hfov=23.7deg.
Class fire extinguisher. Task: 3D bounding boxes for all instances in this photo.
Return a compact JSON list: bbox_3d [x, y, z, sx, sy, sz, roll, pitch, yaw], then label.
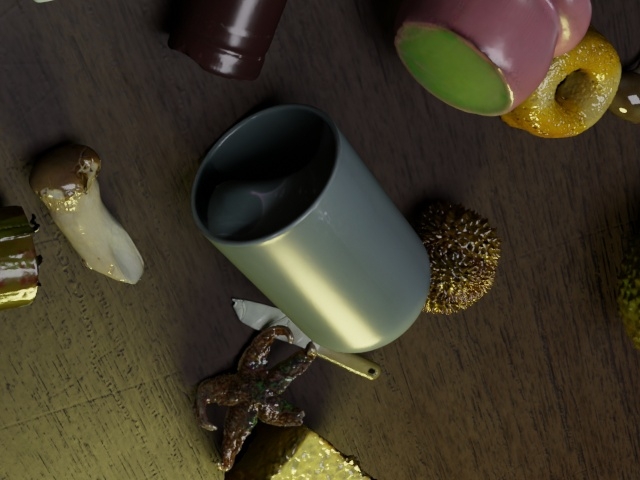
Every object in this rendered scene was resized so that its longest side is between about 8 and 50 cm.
[{"bbox_3d":[-0.069,-0.351,1.687,0.135,0.114,0.337,-9,125,-59],"label":"fire extinguisher"}]

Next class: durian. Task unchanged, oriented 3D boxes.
[{"bbox_3d":[0.175,0.026,2.092,0.168,0.137,0.158,23,113,-43],"label":"durian"}]

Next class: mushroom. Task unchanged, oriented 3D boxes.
[{"bbox_3d":[-0.269,-0.025,1.797,0.084,0.071,0.209,-62,145,-32],"label":"mushroom"}]

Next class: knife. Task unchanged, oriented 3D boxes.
[{"bbox_3d":[-0.017,0.132,2.105,0.298,0.017,0.047,26,102,-38],"label":"knife"}]

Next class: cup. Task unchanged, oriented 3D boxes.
[{"bbox_3d":[0.000,0.000,1.905,0.205,0.205,0.312,-43,135,-4],"label":"cup"}]

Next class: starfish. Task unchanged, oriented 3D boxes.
[{"bbox_3d":[-0.088,0.212,2.047,0.210,0.150,0.053,-66,165,-7],"label":"starfish"}]

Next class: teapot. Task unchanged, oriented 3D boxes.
[{"bbox_3d":[0.440,-0.224,2.177,0.080,0.085,0.110,21,76,-27],"label":"teapot"}]

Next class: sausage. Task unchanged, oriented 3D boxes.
[{"bbox_3d":[-0.460,0.038,1.661,0.317,0.125,0.117,-11,82,-30],"label":"sausage"}]

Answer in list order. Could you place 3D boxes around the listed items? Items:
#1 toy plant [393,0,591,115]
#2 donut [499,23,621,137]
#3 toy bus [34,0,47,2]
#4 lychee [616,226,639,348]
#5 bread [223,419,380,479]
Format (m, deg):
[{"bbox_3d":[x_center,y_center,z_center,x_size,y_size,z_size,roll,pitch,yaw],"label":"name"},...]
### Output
[{"bbox_3d":[0.241,-0.343,1.857,0.356,0.210,0.317,-49,133,-16],"label":"toy plant"},{"bbox_3d":[0.332,-0.215,2.085,0.190,0.074,0.174,16,108,-41],"label":"donut"},{"bbox_3d":[-0.301,-0.337,1.562,0.089,0.087,0.194,-28,132,-5],"label":"toy bus"},{"bbox_3d":[0.574,0.079,2.315,0.320,0.270,0.270,23,104,-46],"label":"lychee"},{"bbox_3d":[-0.043,0.336,2.136,0.160,0.147,0.260,-56,140,-5],"label":"bread"}]
